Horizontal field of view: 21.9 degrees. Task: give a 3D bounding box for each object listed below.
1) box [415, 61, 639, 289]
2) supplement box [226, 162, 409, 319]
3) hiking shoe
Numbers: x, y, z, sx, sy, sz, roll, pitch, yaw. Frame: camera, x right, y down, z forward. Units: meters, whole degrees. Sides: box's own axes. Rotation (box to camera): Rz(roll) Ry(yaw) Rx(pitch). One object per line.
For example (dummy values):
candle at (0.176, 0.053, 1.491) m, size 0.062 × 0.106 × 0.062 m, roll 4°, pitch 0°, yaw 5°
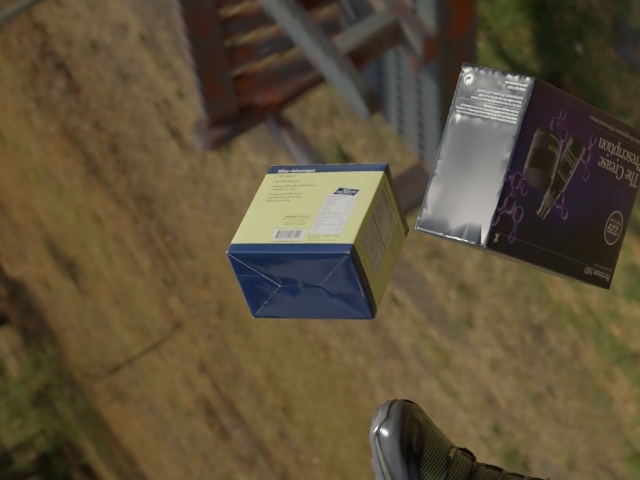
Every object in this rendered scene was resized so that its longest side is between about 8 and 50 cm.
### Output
box at (0.235, -0.064, 1.775) m, size 0.103 × 0.184 × 0.261 m, roll 19°, pitch -178°, yaw 40°
supplement box at (0.000, 0.000, 1.012) m, size 0.083 × 0.083 × 0.056 m, roll 0°, pitch 131°, yaw 24°
hiking shoe at (0.132, 0.187, 1.158) m, size 0.227 × 0.114 × 0.086 m, roll 49°, pitch -150°, yaw -10°
